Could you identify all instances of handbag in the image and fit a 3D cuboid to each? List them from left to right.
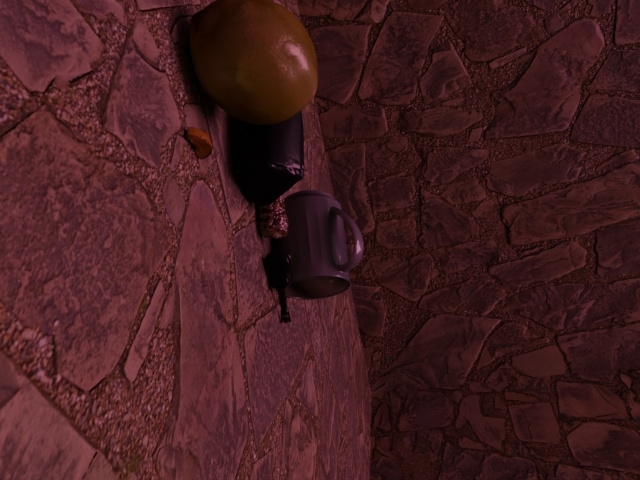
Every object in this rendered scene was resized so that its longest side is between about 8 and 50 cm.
[{"bbox_3d":[-0.175,-0.275,1.715,0.178,0.275,0.301,12,65,-33],"label":"handbag"}]

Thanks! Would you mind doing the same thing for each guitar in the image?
[{"bbox_3d":[-0.127,0.160,1.874,0.038,0.084,0.271,-69,157,-61],"label":"guitar"}]

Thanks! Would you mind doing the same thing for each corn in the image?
[{"bbox_3d":[-0.155,-0.136,1.862,0.092,0.092,0.280,55,27,-71],"label":"corn"}]

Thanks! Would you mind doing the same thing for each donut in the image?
[{"bbox_3d":[-0.282,-0.227,1.342,0.083,0.067,0.037,26,56,-40],"label":"donut"}]

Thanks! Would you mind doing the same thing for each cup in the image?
[{"bbox_3d":[0.000,0.000,1.993,0.237,0.323,0.326,21,55,-45],"label":"cup"}]

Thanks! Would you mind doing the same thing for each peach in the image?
[{"bbox_3d":[-0.166,-0.437,1.449,0.315,0.314,0.281,55,43,-61],"label":"peach"}]
